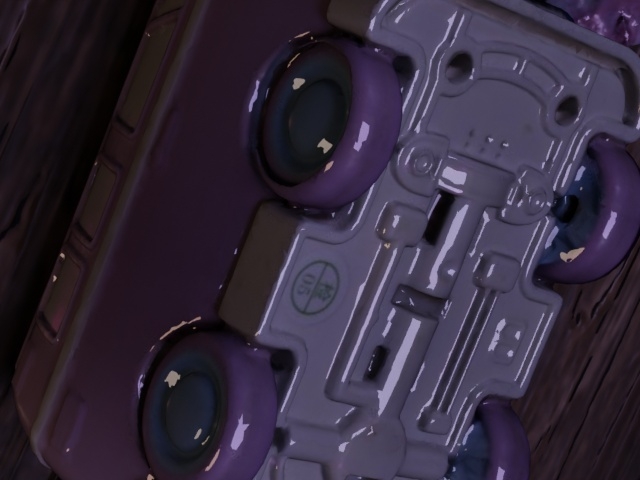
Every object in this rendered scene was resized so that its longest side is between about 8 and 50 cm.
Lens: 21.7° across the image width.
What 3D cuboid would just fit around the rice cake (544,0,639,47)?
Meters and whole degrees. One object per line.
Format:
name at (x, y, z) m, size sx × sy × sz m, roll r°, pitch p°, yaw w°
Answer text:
rice cake at (0.099, -0.196, 0.598) m, size 0.081 × 0.051 × 0.290 m, roll -25°, pitch 121°, yaw -25°

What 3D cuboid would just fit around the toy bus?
toy bus at (0.000, 0.000, 0.550) m, size 0.142 × 0.142 × 0.202 m, roll 17°, pitch 99°, yaw -38°
